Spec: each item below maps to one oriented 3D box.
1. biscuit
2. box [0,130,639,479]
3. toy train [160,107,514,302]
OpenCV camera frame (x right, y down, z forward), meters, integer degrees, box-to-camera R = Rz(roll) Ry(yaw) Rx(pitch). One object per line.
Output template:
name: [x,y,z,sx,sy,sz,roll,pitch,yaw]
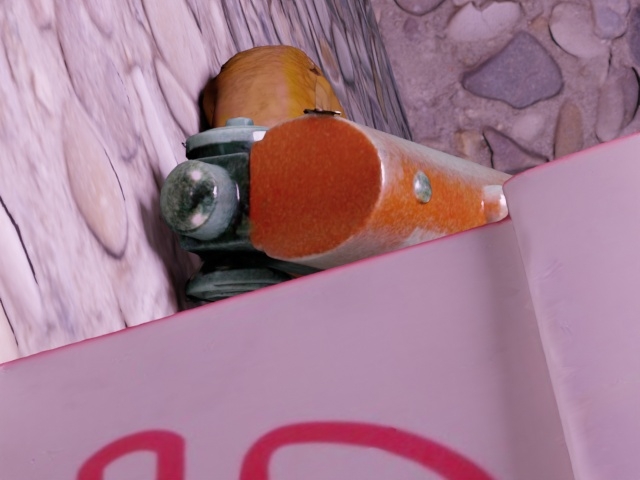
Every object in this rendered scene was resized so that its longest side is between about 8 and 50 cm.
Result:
biscuit: [0.000,0.000,1.304,0.296,0.102,0.296,-14,90,-82]
box: [0.044,0.203,0.478,0.312,0.300,0.314,-95,165,-54]
toy train: [0.038,-0.009,1.064,0.285,0.177,0.116,15,71,-54]
